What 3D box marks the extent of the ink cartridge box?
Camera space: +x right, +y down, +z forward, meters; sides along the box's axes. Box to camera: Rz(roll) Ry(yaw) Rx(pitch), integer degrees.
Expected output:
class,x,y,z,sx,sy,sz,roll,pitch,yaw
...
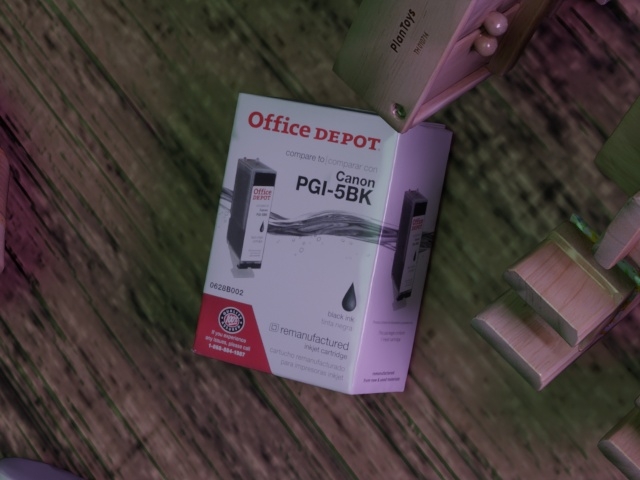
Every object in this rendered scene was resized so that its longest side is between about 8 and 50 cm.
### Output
class,x,y,z,sx,sy,sz,roll,pitch,yaw
ink cartridge box,0.000,0.000,0.865,0.099,0.056,0.135,12,94,31

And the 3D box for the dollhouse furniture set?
class,x,y,z,sx,sy,sz,roll,pitch,yaw
dollhouse furniture set,0.154,-0.054,0.718,0.242,0.161,0.212,45,143,13

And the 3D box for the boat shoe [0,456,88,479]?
class,x,y,z,sx,sy,sz,roll,pitch,yaw
boat shoe,-0.094,0.182,0.903,0.219,0.078,0.070,20,97,37

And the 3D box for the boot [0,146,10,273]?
class,x,y,z,sx,sy,sz,roll,pitch,yaw
boot,-0.282,-0.024,1.030,0.248,0.090,0.206,-31,61,26
